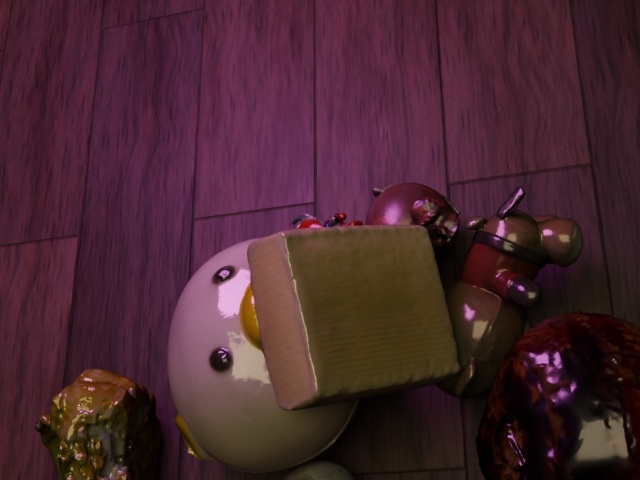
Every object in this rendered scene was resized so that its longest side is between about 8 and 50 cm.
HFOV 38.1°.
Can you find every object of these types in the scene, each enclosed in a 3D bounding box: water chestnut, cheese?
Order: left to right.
[{"bbox_3d":[0.049,0.102,1.314,0.124,0.265,0.242,-21,76,51],"label":"cheese"},{"bbox_3d":[0.386,0.278,1.280,0.302,0.350,0.350,5,68,-9],"label":"water chestnut"}]

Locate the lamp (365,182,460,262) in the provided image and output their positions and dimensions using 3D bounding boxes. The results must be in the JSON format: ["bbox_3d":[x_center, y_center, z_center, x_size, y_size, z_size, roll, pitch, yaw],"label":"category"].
[{"bbox_3d":[0.161,-0.016,1.539,0.215,0.151,0.223,-57,29,37],"label":"lamp"}]

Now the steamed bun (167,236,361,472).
[{"bbox_3d":[-0.086,0.180,1.480,0.334,0.334,0.374,-11,56,14],"label":"steamed bun"}]

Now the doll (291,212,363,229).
[{"bbox_3d":[0.000,-0.001,1.640,0.195,0.104,0.062,-11,20,45],"label":"doll"}]

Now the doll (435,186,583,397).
[{"bbox_3d":[0.265,0.087,1.433,0.174,0.235,0.330,27,90,-5],"label":"doll"}]

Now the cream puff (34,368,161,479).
[{"bbox_3d":[-0.379,0.347,1.534,0.185,0.282,0.282,-1,68,11],"label":"cream puff"}]

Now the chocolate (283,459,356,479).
[{"bbox_3d":[0.003,0.426,1.444,0.221,0.221,0.147,-34,33,3],"label":"chocolate"}]
